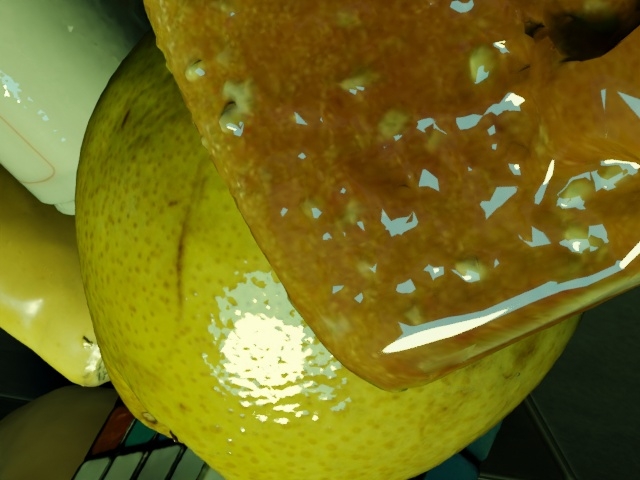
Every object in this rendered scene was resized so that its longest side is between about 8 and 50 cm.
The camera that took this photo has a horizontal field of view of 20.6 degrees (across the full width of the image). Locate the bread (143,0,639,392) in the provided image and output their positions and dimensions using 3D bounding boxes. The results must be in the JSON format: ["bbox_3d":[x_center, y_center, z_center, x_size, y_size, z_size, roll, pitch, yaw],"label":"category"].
[{"bbox_3d":[0.073,-0.080,0.484,0.234,0.110,0.184,-29,89,28],"label":"bread"}]

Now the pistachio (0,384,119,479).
[{"bbox_3d":[-0.137,0.210,1.102,0.229,0.309,0.230,0,114,0],"label":"pistachio"}]

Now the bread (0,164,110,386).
[{"bbox_3d":[-0.136,-0.001,0.904,0.173,0.085,0.134,33,-169,9],"label":"bread"}]

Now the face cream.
[{"bbox_3d":[-0.107,-0.067,0.793,0.101,0.101,0.252,-7,135,46],"label":"face cream"}]

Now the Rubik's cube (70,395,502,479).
[{"bbox_3d":[-0.022,0.122,0.954,0.151,0.155,0.154,40,149,-19],"label":"Rubik's cube"}]

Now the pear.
[{"bbox_3d":[0.000,0.000,0.693,0.208,0.209,0.209,21,149,13],"label":"pear"}]
